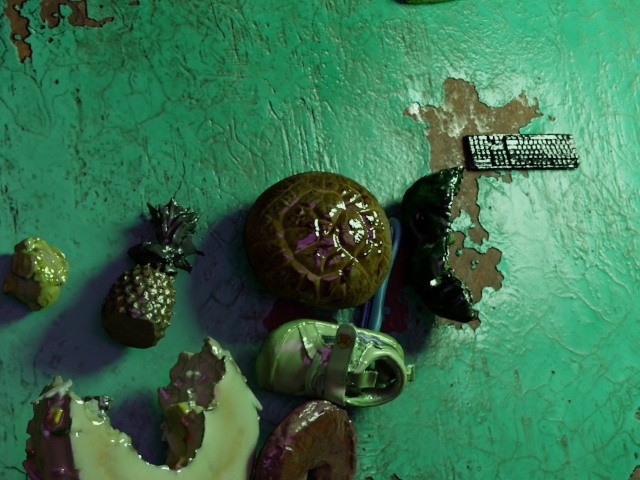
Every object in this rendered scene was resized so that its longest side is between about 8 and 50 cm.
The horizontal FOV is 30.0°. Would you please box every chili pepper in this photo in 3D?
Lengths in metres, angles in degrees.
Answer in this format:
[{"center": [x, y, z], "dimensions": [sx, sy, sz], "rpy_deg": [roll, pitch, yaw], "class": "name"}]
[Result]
[{"center": [0.192, 0.017, 2.038], "dimensions": [0.116, 0.148, 0.264], "rpy_deg": [-5, 81, -37], "class": "chili pepper"}]

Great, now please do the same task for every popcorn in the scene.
[{"center": [-0.441, 0.051, 1.856], "dimensions": [0.097, 0.089, 0.109], "rpy_deg": [-30, 96, -59], "class": "popcorn"}]

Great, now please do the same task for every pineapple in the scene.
[{"center": [-0.261, 0.047, 1.913], "dimensions": [0.125, 0.125, 0.251], "rpy_deg": [24, 58, -11], "class": "pineapple"}]

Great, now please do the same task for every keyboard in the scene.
[{"center": [0.378, -0.168, 2.224], "dimensions": [0.231, 0.023, 0.072], "rpy_deg": [-2, 73, -19], "class": "keyboard"}]

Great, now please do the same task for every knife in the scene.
[{"center": [0.100, 0.064, 2.041], "dimensions": [0.031, 0.064, 0.222], "rpy_deg": [23, 70, -30], "class": "knife"}]

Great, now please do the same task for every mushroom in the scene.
[{"center": [0.000, 0.000, 1.979], "dimensions": [0.253, 0.153, 0.253], "rpy_deg": [4, 70, -12], "class": "mushroom"}]

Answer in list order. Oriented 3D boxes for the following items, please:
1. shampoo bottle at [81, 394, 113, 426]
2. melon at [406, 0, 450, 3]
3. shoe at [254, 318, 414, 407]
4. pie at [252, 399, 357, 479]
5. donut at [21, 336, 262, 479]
[{"center": [-0.342, 0.339, 1.819], "dimensions": [0.063, 0.057, 0.207], "rpy_deg": [3, 72, -6], "class": "shampoo bottle"}, {"center": [0.263, -0.509, 2.283], "dimensions": [0.262, 0.053, 0.114], "rpy_deg": [-18, 63, -26], "class": "melon"}, {"center": [0.028, 0.194, 1.932], "dimensions": [0.262, 0.128, 0.140], "rpy_deg": [6, 95, -26], "class": "shoe"}, {"center": [-0.021, 0.351, 1.859], "dimensions": [0.219, 0.054, 0.204], "rpy_deg": [-38, 130, -34], "class": "pie"}, {"center": [-0.252, 0.320, 1.755], "dimensions": [0.371, 0.150, 0.307], "rpy_deg": [-12, 88, -44], "class": "donut"}]
